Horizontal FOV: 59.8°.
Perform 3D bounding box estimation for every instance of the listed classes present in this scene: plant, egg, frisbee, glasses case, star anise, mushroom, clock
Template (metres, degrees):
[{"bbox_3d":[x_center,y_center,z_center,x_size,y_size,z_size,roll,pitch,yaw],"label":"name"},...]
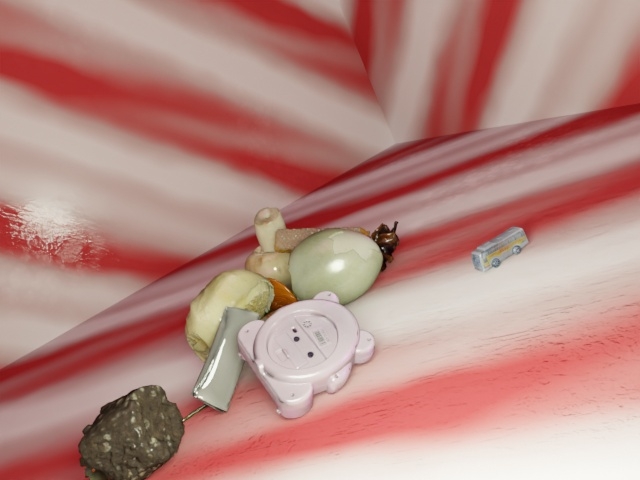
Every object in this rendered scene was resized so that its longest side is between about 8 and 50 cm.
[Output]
[{"bbox_3d":[-0.541,0.548,1.507,0.312,0.213,0.215,-30,15,19],"label":"plant"},{"bbox_3d":[0.056,0.090,1.959,0.336,0.278,0.278,-20,17,11],"label":"egg"},{"bbox_3d":[-0.158,0.218,2.024,0.192,0.192,0.035,-7,30,48],"label":"frisbee"},{"bbox_3d":[-0.287,0.349,1.669,0.083,0.128,0.308,-15,50,54],"label":"glasses case"},{"bbox_3d":[0.222,0.044,2.145,0.220,0.126,0.190,-32,23,29],"label":"star anise"},{"bbox_3d":[-0.158,0.072,2.347,0.353,0.353,0.325,-18,50,24],"label":"mushroom"},{"bbox_3d":[-0.037,0.294,1.530,0.322,0.113,0.295,-27,51,-22],"label":"clock"}]

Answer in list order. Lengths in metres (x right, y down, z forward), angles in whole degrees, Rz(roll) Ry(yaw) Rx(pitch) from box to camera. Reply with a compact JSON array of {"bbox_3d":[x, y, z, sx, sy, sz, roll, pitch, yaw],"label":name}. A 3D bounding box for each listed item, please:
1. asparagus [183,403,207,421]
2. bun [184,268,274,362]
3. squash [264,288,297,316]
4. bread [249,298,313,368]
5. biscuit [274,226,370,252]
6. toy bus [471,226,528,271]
[{"bbox_3d":[-0.404,0.537,1.687,0.163,0.016,0.016,-31,36,-24],"label":"asparagus"},{"bbox_3d":[-0.328,0.242,1.887,0.364,0.202,0.364,-53,-15,-21],"label":"bun"},{"bbox_3d":[-0.254,0.264,2.191,0.379,0.101,0.101,-20,17,23],"label":"squash"},{"bbox_3d":[-0.088,0.303,1.787,0.328,0.114,0.295,-12,21,42],"label":"bread"},{"bbox_3d":[0.000,0.000,2.151,0.379,0.094,0.054,-1,-20,20],"label":"biscuit"},{"bbox_3d":[0.569,0.027,1.768,0.191,0.075,0.064,-28,17,-14],"label":"toy bus"}]
